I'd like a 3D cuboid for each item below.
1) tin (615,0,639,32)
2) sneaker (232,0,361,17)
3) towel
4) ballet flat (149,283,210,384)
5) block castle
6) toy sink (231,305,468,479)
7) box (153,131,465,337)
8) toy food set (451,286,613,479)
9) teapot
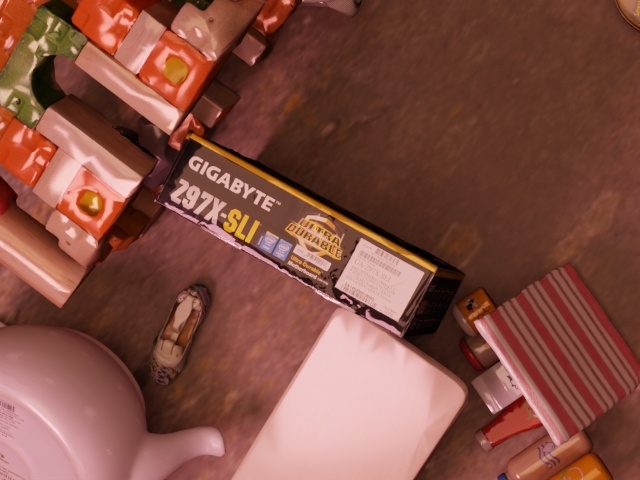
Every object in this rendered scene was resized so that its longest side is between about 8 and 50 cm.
[{"bbox_3d":[0.357,-0.296,1.903,0.106,0.040,0.190,16,91,5],"label":"tin"},{"bbox_3d":[0.028,-0.309,1.919,0.330,0.122,0.146,-35,85,18],"label":"sneaker"},{"bbox_3d":[0.233,0.110,1.842,0.029,0.197,0.144,-39,82,37],"label":"towel"},{"bbox_3d":[-0.151,0.097,1.974,0.041,0.041,0.114,25,93,9],"label":"ballet flat"},{"bbox_3d":[-0.188,-0.183,1.799,0.213,0.303,0.453,37,115,1],"label":"block castle"},{"bbox_3d":[0.045,0.174,1.869,0.153,0.131,0.234,34,114,9],"label":"toy sink"},{"bbox_3d":[0.000,0.000,1.809,0.257,0.322,0.079,27,92,9],"label":"box"},{"bbox_3d":[0.184,0.169,1.881,0.104,0.111,0.232,-35,84,7],"label":"toy food set"},{"bbox_3d":[-0.274,0.177,1.925,0.252,0.187,0.256,-23,106,40],"label":"teapot"}]
